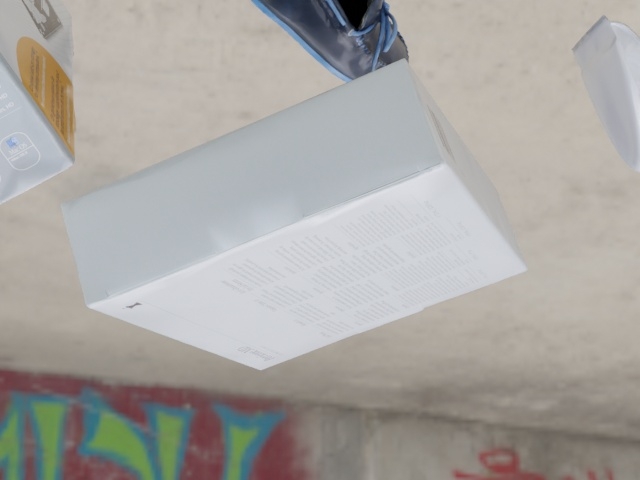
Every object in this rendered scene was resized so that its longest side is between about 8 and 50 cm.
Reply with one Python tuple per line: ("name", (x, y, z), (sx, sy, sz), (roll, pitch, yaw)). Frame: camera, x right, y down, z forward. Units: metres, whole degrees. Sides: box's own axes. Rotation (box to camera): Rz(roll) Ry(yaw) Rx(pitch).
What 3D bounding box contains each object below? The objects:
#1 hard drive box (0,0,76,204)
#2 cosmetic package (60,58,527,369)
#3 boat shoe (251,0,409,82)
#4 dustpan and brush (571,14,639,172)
("hard drive box", (-0.217, -0.144, 0.640), (0.089, 0.181, 0.232), (-27, 124, 7))
("cosmetic package", (0.000, 0.000, 1.113), (0.284, 0.098, 0.377), (-23, 162, 11))
("boat shoe", (0.025, -0.217, 1.258), (0.089, 0.109, 0.258), (-25, 157, 26))
("dustpan and brush", (0.281, -0.081, 1.085), (0.060, 0.211, 0.147), (-20, 177, -1))
